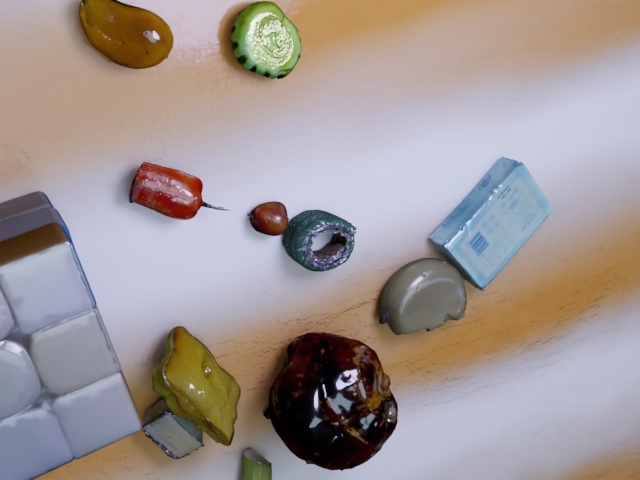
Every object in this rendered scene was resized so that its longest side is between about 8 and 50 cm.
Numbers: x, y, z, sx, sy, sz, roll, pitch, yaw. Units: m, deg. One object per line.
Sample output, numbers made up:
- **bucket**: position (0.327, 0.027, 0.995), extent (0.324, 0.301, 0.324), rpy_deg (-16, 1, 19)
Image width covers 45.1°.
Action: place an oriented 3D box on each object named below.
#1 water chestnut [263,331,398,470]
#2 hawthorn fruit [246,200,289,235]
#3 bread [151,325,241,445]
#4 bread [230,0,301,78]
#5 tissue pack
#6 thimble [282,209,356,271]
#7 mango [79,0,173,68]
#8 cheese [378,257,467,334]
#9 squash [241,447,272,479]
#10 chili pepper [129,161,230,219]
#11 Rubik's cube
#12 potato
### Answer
- **water chestnut**: position (0.015, 0.336, 1.599), extent (0.289, 0.244, 0.289), rpy_deg (-4, 99, -24)
- **hawthorn fruit**: position (-0.100, -0.042, 1.521), extent (0.077, 0.077, 0.077), rpy_deg (-8, 109, -24)
- **bread**: position (-0.246, 0.286, 1.511), extent (0.088, 0.160, 0.233), rpy_deg (-23, 122, 12)
- **bread**: position (-0.101, -0.367, 1.418), extent (0.139, 0.071, 0.130), rpy_deg (24, 91, -28)
- **tissue pack**: position (0.390, -0.039, 1.756), extent (0.263, 0.089, 0.177), rpy_deg (-49, 121, -8)
- **thimble**: position (-0.002, 0.002, 1.571), extent (0.135, 0.090, 0.118), rpy_deg (1, 107, -29)
- **mango**: position (-0.330, -0.352, 1.306), extent (0.159, 0.084, 0.105), rpy_deg (26, 110, -10)
- **cheese**: position (0.220, 0.130, 1.721), extent (0.203, 0.091, 0.175), rpy_deg (-22, 114, -18)
- **squash**: position (-0.155, 0.581, 1.679), extent (0.083, 0.083, 0.250), rpy_deg (9, 99, -28)
- **chili pepper**: position (-0.256, -0.081, 1.421), extent (0.192, 0.086, 0.084), rpy_deg (17, 69, -20)
- **Rubik's cube**: position (-0.523, 0.160, 1.215), extent (0.347, 0.344, 0.346), rpy_deg (-20, 115, -19)
- **potato**: position (-0.294, 0.374, 1.546), extent (0.086, 0.061, 0.122), rpy_deg (-33, 118, 14)
